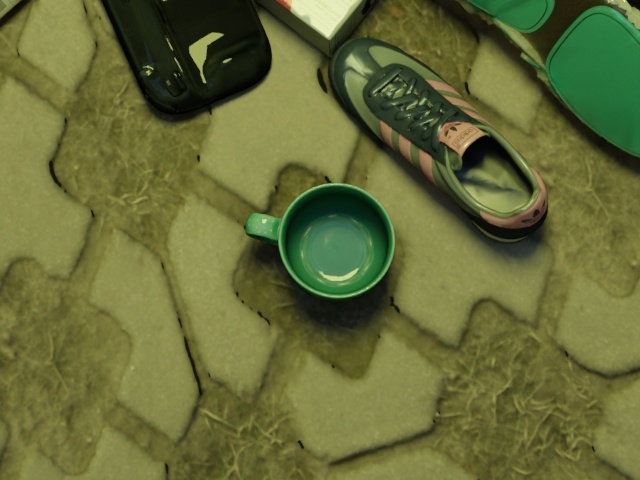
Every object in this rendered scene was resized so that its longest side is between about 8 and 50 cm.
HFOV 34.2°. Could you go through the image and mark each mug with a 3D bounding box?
[{"bbox_3d":[0.009,-0.003,1.189,0.129,0.097,0.158,-44,83,-4],"label":"mug"}]

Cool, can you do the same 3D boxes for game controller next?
[{"bbox_3d":[-0.184,-0.314,1.261,0.166,0.067,0.319,-22,83,-17],"label":"game controller"}]

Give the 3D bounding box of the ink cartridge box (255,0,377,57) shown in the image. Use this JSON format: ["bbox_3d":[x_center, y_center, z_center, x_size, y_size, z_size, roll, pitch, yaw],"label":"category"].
[{"bbox_3d":[0.016,-0.332,1.245,0.127,0.072,0.175,38,85,6],"label":"ink cartridge box"}]

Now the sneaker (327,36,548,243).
[{"bbox_3d":[0.139,-0.130,1.187,0.319,0.131,0.112,41,85,6],"label":"sneaker"}]

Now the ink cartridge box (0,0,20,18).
[{"bbox_3d":[-0.436,-0.370,1.280,0.181,0.056,0.224,-43,65,-5],"label":"ink cartridge box"}]

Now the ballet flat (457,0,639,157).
[{"bbox_3d":[0.284,-0.268,1.202,0.409,0.147,0.147,42,85,-3],"label":"ballet flat"}]
